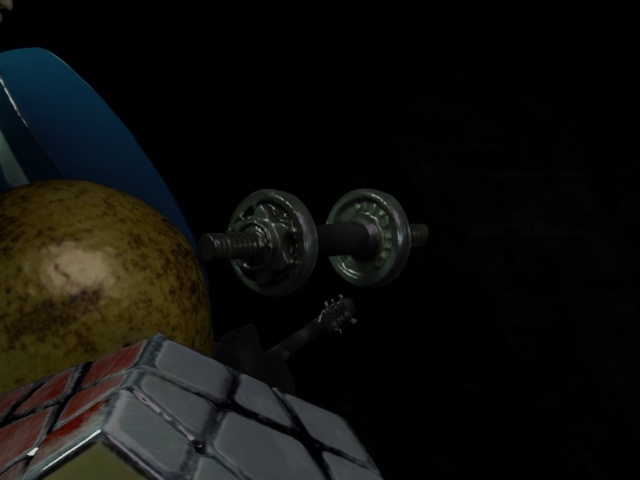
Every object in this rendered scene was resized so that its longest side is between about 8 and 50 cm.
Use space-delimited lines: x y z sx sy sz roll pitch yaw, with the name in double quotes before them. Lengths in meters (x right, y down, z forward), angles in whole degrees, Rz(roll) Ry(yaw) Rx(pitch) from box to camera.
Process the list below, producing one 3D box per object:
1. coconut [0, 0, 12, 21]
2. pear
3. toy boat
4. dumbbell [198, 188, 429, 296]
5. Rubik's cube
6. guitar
"coconut" -0.383 -0.164 1.138 0.404 0.405 0.405 17 40 -15
"pear" -0.153 0.057 1.175 0.197 0.197 0.197 17 40 -15
"toy boat" -0.159 -0.026 1.374 0.096 0.062 0.299 -13 55 -41
"dumbbell" 0.000 0.000 1.414 0.254 0.082 0.081 -3 47 -51
"Rubik's cube" -0.091 0.210 0.964 0.319 0.319 0.264 16 50 -16
"guitar" -0.034 0.086 1.339 0.233 0.025 0.088 -32 98 -53
